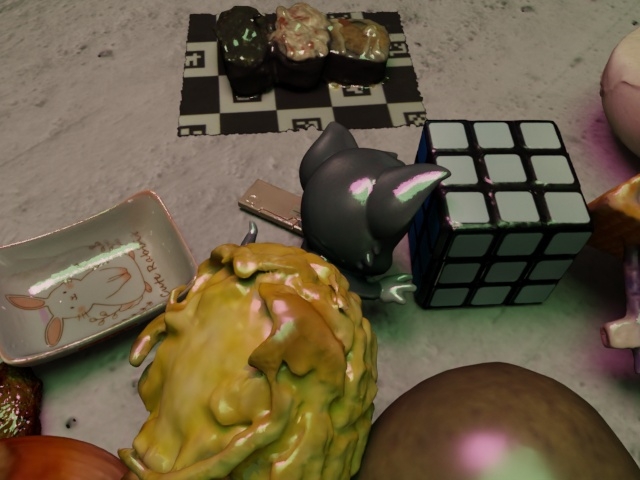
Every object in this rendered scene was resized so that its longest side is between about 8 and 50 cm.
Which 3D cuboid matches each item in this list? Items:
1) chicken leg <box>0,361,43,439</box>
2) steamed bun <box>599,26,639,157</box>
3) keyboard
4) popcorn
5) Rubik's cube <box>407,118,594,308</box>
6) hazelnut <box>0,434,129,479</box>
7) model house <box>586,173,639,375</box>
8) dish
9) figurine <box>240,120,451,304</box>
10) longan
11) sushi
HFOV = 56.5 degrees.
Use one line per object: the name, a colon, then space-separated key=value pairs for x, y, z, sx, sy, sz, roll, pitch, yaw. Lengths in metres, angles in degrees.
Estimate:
chicken leg: x=-0.332 y=0.205 z=0.561 sx=0.105 sy=0.063 sz=0.234 roll=25 pitch=55 yaw=9
steamed bun: x=0.526 y=-0.184 z=0.792 sx=0.282 sy=0.177 sz=0.283 roll=-12 pitch=35 yaw=9
keyboard: x=-0.024 y=-0.029 z=0.768 sx=0.165 sy=0.017 sz=0.055 roll=24 pitch=53 yaw=14
popcorn: x=-0.058 y=0.121 z=0.498 sx=0.190 sy=0.250 sz=0.250 roll=31 pitch=52 yaw=-21
Rubik's cube: x=0.190 y=-0.029 z=0.689 sx=0.163 sy=0.161 sz=0.162 roll=-2 pitch=55 yaw=-5
hazelnut: x=-0.215 y=0.263 z=0.459 sx=0.214 sy=0.176 sz=0.215 roll=9 pitch=67 yaw=-23
model house: x=0.399 y=0.021 z=0.644 sx=0.237 sy=0.202 sz=0.237 roll=-3 pitch=87 yaw=5
dish: x=-0.251 y=0.049 z=0.665 sx=0.212 sy=0.077 sz=0.151 roll=-25 pitch=61 yaw=-19
figurine: x=-0.005 y=0.000 z=0.646 sx=0.265 sy=0.140 sz=0.193 roll=-35 pitch=39 yaw=-7
longan: x=0.137 y=0.220 z=0.486 sx=0.245 sy=0.215 sz=0.246 roll=-17 pitch=52 yaw=24
sushi: x=-0.031 y=-0.305 z=0.912 sx=0.372 sy=0.100 sz=0.296 roll=-2 pitch=55 yaw=-4
